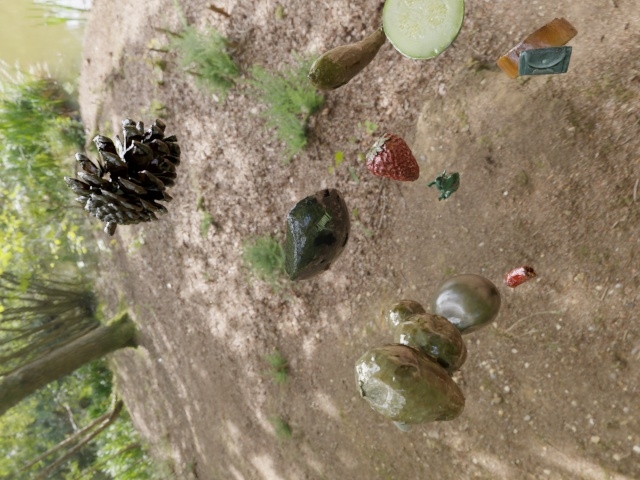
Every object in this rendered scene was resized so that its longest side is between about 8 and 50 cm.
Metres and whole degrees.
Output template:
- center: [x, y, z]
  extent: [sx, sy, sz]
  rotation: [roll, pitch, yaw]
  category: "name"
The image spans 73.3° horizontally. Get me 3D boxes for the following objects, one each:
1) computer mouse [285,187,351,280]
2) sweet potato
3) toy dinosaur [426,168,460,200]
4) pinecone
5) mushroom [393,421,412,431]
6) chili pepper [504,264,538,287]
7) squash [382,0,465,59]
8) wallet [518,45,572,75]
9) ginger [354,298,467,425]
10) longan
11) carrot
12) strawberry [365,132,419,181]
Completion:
- center: [0.000, 0.000, 1.073]
  extent: [0.100, 0.170, 0.270]
  rotation: [53, 152, 33]
  category: "computer mouse"
- center: [0.105, -0.647, 1.539]
  extent: [0.130, 0.422, 0.131]
  rotation: [38, 152, 24]
  category: "sweet potato"
- center: [0.498, -0.210, 1.705]
  extent: [0.120, 0.292, 0.079]
  rotation: [-36, 69, 11]
  category: "toy dinosaur"
- center: [-0.463, -0.163, 1.047]
  extent: [0.243, 0.310, 0.244]
  rotation: [16, 161, 6]
  category: "pinecone"
- center: [0.274, 0.586, 1.505]
  extent: [0.088, 0.097, 0.213]
  rotation: [31, 162, 54]
  category: "mushroom"
- center: [0.790, 0.144, 1.716]
  extent: [0.070, 0.073, 0.123]
  rotation: [49, 146, 6]
  category: "chili pepper"
- center: [0.238, -0.541, 1.023]
  extent: [0.189, 0.261, 0.190]
  rotation: [5, 119, 9]
  category: "squash"
- center: [0.625, -0.499, 1.203]
  extent: [0.129, 0.026, 0.088]
  rotation: [4, 151, 22]
  category: "wallet"
- center: [0.219, 0.265, 0.975]
  extent: [0.244, 0.304, 0.156]
  rotation: [21, 129, 14]
  category: "ginger"
- center: [0.602, 0.271, 1.805]
  extent: [0.243, 0.300, 0.300]
  rotation: [42, 141, -6]
  category: "longan"
- center: [0.775, -0.693, 1.554]
  extent: [0.258, 0.307, 0.100]
  rotation: [-30, 97, 25]
  category: "carrot"
- center: [0.329, -0.340, 1.889]
  extent: [0.244, 0.205, 0.205]
  rotation: [35, 143, -12]
  category: "strawberry"
